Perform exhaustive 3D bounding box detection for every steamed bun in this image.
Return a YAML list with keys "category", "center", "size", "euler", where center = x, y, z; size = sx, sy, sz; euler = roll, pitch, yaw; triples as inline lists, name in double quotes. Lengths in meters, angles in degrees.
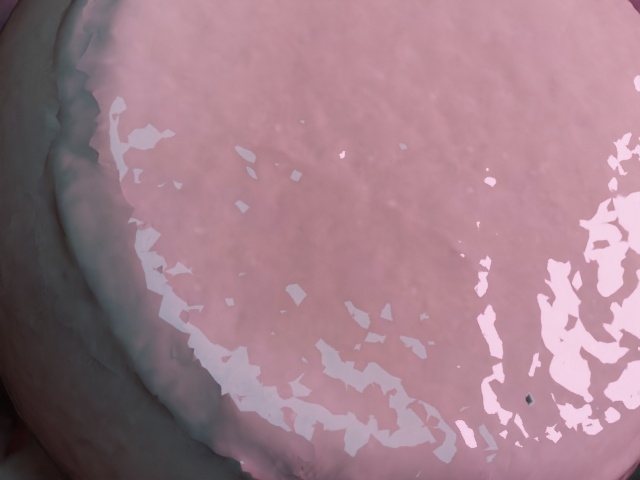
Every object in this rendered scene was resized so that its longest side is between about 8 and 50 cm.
- category: "steamed bun"
  center: [0.000, 0.000, 0.605]
  size: [0.283, 0.177, 0.283]
  euler: [10, 66, -24]
